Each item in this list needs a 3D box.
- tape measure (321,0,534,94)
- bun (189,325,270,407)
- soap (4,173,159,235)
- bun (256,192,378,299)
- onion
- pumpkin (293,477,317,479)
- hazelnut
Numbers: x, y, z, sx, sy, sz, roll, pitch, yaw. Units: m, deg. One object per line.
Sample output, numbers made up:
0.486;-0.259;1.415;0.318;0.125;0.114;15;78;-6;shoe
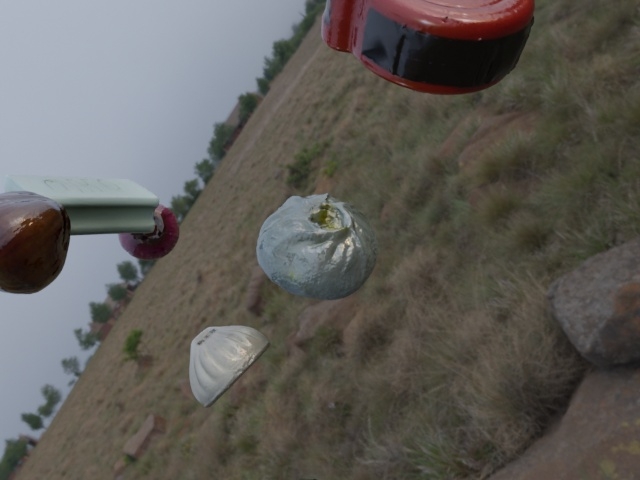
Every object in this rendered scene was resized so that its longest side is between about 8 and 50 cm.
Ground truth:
0.147;-0.301;0.733;0.253;0.260;0.114;-40;-26;-34;tape measure
-0.285;0.328;1.610;0.263;0.175;0.263;-47;-4;-4;bun
-0.497;-0.075;1.183;0.159;0.265;0.088;28;111;38;soap
0.000;0.000;1.596;0.362;0.361;0.212;-77;-2;-53;bun
-0.504;-0.028;1.663;0.153;0.177;0.177;21;78;53;onion
-0.045;0.586;1.128;0.211;0.152;0.212;-35;16;12;pumpkin
-0.501;0.000;0.946;0.178;0.177;0.204;-62;10;-18;hazelnut
